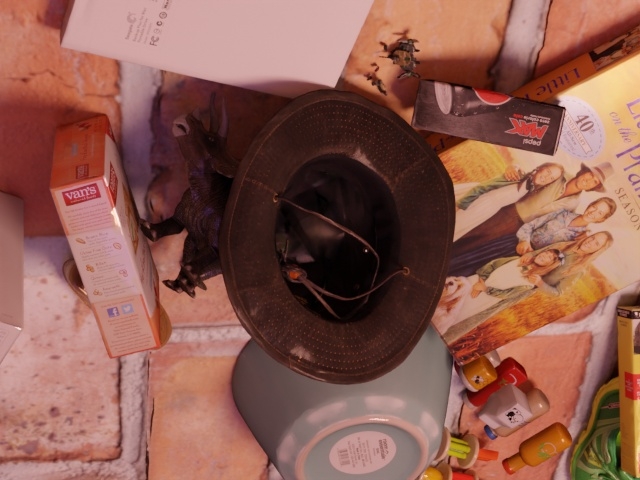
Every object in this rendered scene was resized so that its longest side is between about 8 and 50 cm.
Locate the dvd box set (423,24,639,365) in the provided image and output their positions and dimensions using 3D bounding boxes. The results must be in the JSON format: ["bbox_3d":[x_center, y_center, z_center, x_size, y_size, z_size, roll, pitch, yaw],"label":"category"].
[{"bbox_3d":[0.285,-0.046,1.773,0.420,0.062,0.307,-27,122,13],"label":"dvd box set"}]

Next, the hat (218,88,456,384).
[{"bbox_3d":[0.000,0.000,1.658,0.331,0.331,0.134,20,165,-27],"label":"hat"}]

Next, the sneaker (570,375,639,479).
[{"bbox_3d":[0.441,0.326,2.134,0.109,0.123,0.295,-6,133,-6],"label":"sneaker"}]

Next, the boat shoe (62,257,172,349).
[{"bbox_3d":[-0.256,0.074,1.808,0.063,0.059,0.170,-52,122,-13],"label":"boat shoe"}]

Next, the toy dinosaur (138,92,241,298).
[{"bbox_3d":[-0.120,-0.013,1.710,0.160,0.121,0.313,-42,150,-17],"label":"toy dinosaur"}]

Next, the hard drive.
[{"bbox_3d":[-0.104,-0.262,1.545,0.307,0.040,0.203,10,129,-20],"label":"hard drive"}]

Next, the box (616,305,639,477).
[{"bbox_3d":[0.459,0.205,1.985,0.087,0.058,0.232,-2,94,-9],"label":"box"}]

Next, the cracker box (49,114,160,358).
[{"bbox_3d":[-0.241,-0.005,1.643,0.067,0.155,0.232,-14,121,1],"label":"cracker box"}]

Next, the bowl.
[{"bbox_3d":[0.042,0.240,1.949,0.311,0.163,0.311,-5,133,-6],"label":"bowl"}]

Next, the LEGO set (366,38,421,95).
[{"bbox_3d":[0.089,-0.204,1.651,0.083,0.023,0.054,-24,106,34],"label":"LEGO set"}]

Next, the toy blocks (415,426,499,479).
[{"bbox_3d":[0.216,0.339,2.147,0.148,0.054,0.123,19,126,-26],"label":"toy blocks"}]

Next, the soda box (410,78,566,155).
[{"bbox_3d":[0.192,-0.142,1.650,0.169,0.053,0.060,12,99,10],"label":"soda box"}]

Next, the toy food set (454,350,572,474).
[{"bbox_3d":[0.241,0.231,2.014,0.104,0.111,0.232,-36,131,20],"label":"toy food set"}]

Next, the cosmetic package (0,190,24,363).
[{"bbox_3d":[-0.445,0.078,1.658,0.138,0.224,0.224,21,125,-27],"label":"cosmetic package"}]
